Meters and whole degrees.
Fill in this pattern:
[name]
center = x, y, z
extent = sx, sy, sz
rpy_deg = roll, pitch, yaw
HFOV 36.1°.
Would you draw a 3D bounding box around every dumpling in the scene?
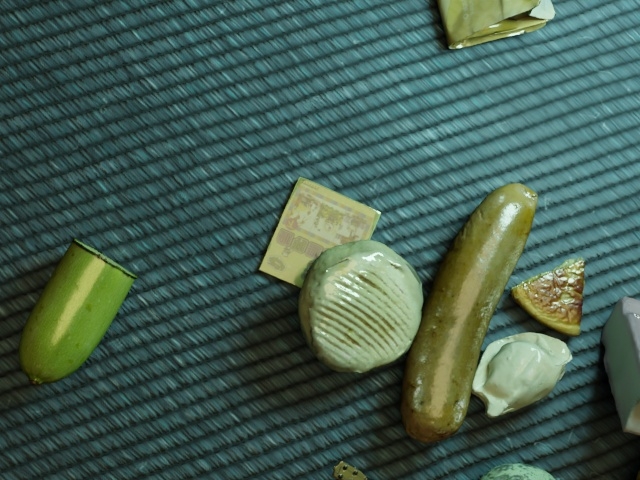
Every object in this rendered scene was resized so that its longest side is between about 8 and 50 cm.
[dumpling]
center = 0.354, 0.235, 1.781
extent = 0.199, 0.118, 0.136
rpy_deg = -37, 64, -18

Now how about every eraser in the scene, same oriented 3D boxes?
[eraser]
center = 0.701, 0.259, 1.745
extent = 0.359, 0.272, 0.122
rpy_deg = 16, 122, -4

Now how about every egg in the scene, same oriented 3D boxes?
[egg]
center = 0.352, 0.461, 1.741
extent = 0.172, 0.132, 0.132
rpy_deg = -4, 84, -20

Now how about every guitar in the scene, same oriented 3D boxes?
[guitar]
center = 0.140, 0.462, 1.759
extent = 0.271, 0.038, 0.084
rpy_deg = 27, 80, -6

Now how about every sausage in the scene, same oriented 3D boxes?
[sausage]
center = 0.256, 0.120, 1.768
extent = 0.136, 0.123, 0.501
rpy_deg = 16, 79, 27

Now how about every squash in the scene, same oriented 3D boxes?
[squash]
center = -0.431, 0.132, 1.683
extent = 0.132, 0.132, 0.247
rpy_deg = 31, 82, -3

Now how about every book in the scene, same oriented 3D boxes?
[book]
center = 0.000, 0.000, 1.809
extent = 0.168, 0.013, 0.192
rpy_deg = 24, 82, -4

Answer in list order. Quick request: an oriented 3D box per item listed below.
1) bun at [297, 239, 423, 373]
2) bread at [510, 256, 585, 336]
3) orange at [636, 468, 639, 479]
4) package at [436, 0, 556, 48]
[bun]
center = 0.067, 0.110, 1.733
extent = 0.239, 0.141, 0.239
rpy_deg = -5, 105, -19
[bread]
center = 0.446, 0.118, 1.830
extent = 0.154, 0.054, 0.136
rpy_deg = -26, 86, -4
[orange]
center = 0.669, 0.459, 1.741
extent = 0.219, 0.219, 0.193
rpy_deg = 4, 50, -7
[package]
center = 0.327, -0.542, 1.861
extent = 0.165, 0.221, 0.311
rpy_deg = -6, 80, -48
